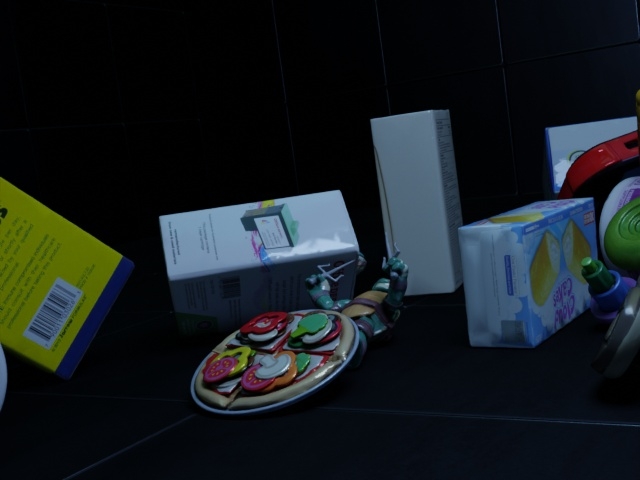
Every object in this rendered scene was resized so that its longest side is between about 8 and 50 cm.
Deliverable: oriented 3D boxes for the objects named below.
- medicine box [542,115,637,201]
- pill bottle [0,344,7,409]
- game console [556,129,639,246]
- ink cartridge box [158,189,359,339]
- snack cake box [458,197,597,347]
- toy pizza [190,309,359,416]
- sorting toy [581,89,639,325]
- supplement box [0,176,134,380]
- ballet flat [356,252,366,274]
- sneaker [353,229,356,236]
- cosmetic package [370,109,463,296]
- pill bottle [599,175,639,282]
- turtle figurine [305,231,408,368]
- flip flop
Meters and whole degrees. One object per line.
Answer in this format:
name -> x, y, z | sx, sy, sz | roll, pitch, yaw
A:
medicine box -> 0.597, -0.122, 1.776 | 0.264, 0.149, 0.289 | -6, -22, 10
pill bottle -> -0.489, 0.140, 0.959 | 0.188, 0.187, 0.334 | -12, 7, -37
game console -> 0.573, -0.095, 1.487 | 0.387, 0.060, 0.342 | -19, -30, -8
ink cartridge box -> -0.094, 0.040, 1.334 | 0.278, 0.117, 0.201 | -9, -31, -9
snack cake box -> 0.282, 0.036, 1.140 | 0.089, 0.152, 0.264 | -3, 8, 35
toy pizza -> -0.055, 0.126, 0.979 | 0.201, 0.032, 0.201 | -17, 22, 7
sorting toy -> 0.408, -0.064, 1.118 | 0.127, 0.126, 0.365 | -7, 45, 50
supplement box -> -0.479, 0.020, 1.201 | 0.356, 0.195, 0.194 | 38, -21, -30
ballet flat -> -0.015, 0.068, 1.623 | 0.241, 0.077, 0.091 | -7, -31, 43
sneaker -> 0.000, 0.000, 2.273 | 0.189, 0.071, 0.066 | -9, 6, -14
cosmetic package -> 0.178, -0.069, 1.518 | 0.113, 0.309, 0.160 | -7, 5, 20
pill bottle -> 0.549, -0.013, 1.172 | 0.169, 0.169, 0.302 | -12, 6, -37
turtle figurine -> 0.053, 0.085, 1.142 | 0.175, 0.118, 0.234 | -25, 11, 36
flip flop -> 0.348, 0.084, 0.884 | 0.080, 0.112, 0.277 | 24, 17, 24
